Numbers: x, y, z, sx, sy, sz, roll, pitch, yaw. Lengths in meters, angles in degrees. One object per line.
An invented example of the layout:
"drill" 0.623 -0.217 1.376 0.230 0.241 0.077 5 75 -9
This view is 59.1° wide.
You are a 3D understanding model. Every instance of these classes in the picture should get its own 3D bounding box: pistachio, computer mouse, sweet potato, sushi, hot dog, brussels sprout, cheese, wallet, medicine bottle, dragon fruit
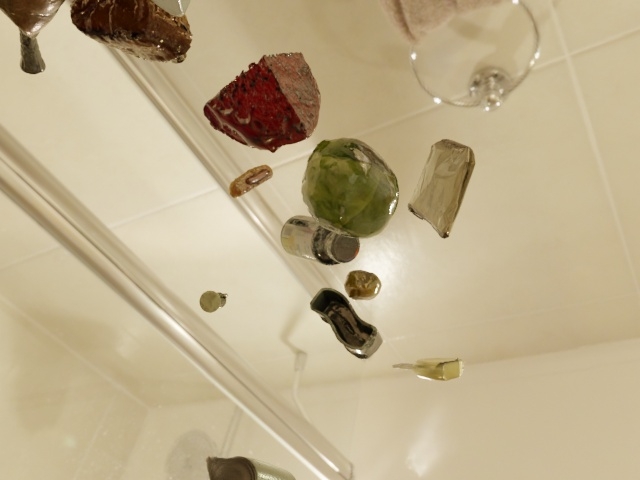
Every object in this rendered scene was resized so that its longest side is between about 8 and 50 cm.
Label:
"pistachio" 0.140 0.142 1.801 0.110 0.189 0.100 -8 -101 19
"computer mouse" -0.253 -0.443 0.934 0.056 0.089 0.182 -62 -171 -10
"sweet potato" -0.497 -0.503 0.975 0.370 0.158 0.157 -26 -149 47
"sushi" -0.398 -0.472 1.212 0.297 0.166 0.179 9 -164 20
"hot dog" -0.229 -0.205 1.885 0.047 0.066 0.216 -16 -166 39
"brussels sprout" 0.059 -0.134 1.315 0.210 0.220 0.271 -58 -146 23
"cheese" 0.292 0.352 1.574 0.255 0.127 0.050 -16 -101 60
"wallet" 0.357 -0.159 1.669 0.335 0.068 0.274 -116 -141 -69
"medicine bottle" 0.000 0.000 1.743 0.141 0.141 0.293 -49 -152 -18
"dragon fruit" -0.179 -0.408 1.563 0.331 0.240 0.302 -6 -133 20

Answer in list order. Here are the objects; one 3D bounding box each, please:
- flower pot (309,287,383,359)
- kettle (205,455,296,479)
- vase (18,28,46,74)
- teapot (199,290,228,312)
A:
"flower pot" 0.075 0.244 1.664 0.103 0.108 0.229 -42 -122 -6
"kettle" -0.206 0.695 1.599 0.240 0.255 0.165 23 -106 37
"vase" -0.669 -0.462 1.293 0.059 0.059 0.167 -65 -177 -36
"teapot" -0.274 0.156 1.479 0.067 0.057 0.083 -28 174 4
